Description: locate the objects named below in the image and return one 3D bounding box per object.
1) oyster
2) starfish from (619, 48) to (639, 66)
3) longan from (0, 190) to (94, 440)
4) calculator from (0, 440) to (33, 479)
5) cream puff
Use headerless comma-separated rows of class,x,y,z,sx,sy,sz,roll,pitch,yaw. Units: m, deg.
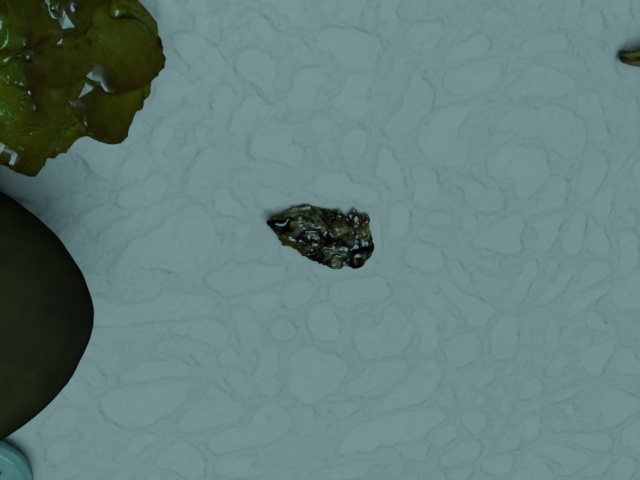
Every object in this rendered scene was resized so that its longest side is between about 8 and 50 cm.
oyster,0.001,0.001,1.105,0.132,0.029,0.086,-6,117,-16
starfish,0.444,-0.230,1.107,0.189,0.074,0.146,-4,122,-13
longan,-0.364,0.066,0.852,0.288,0.350,0.289,-19,115,-47
calculator,-0.442,0.290,1.106,0.295,0.042,0.184,27,105,-23
cream puff,-0.266,-0.173,0.867,0.244,0.196,0.244,-16,113,-43
